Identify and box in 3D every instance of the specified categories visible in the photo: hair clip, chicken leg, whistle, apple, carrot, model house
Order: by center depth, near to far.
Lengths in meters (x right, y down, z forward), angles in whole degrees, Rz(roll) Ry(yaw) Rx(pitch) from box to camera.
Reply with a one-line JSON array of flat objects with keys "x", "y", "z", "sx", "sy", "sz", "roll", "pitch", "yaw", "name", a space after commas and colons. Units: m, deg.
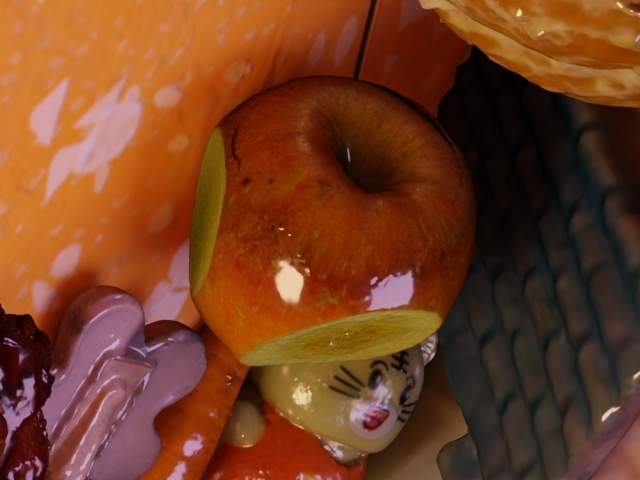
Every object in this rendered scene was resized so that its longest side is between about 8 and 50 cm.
[{"x": -0.176, "y": 0.120, "z": 0.765, "sx": 0.089, "sy": 0.048, "sz": 0.219, "roll": 4, "pitch": 113, "yaw": -27, "name": "chicken leg"}, {"x": 0.006, "y": 0.000, "z": 0.846, "sx": 0.146, "sy": 0.163, "sz": 0.147, "roll": 9, "pitch": 137, "yaw": -18, "name": "apple"}, {"x": -0.152, "y": 0.141, "z": 0.857, "sx": 0.146, "sy": 0.075, "sz": 0.257, "roll": 22, "pitch": 95, "yaw": -50, "name": "hair clip"}, {"x": -0.069, "y": 0.091, "z": 0.962, "sx": 0.256, "sy": 0.061, "sz": 0.061, "roll": -56, "pitch": 157, "yaw": -6, "name": "carrot"}, {"x": 0.260, "y": 0.031, "z": 1.018, "sx": 0.400, "sy": 0.395, "sz": 0.445, "roll": -29, "pitch": 134, "yaw": 12, "name": "model house"}, {"x": -0.023, "y": 0.140, "z": 1.037, "sx": 0.131, "sy": 0.106, "sz": 0.288, "roll": 29, "pitch": 93, "yaw": -46, "name": "whistle"}]

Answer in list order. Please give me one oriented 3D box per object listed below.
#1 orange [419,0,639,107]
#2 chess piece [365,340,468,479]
[{"x": 0.160, "y": -0.222, "z": 0.738, "sx": 0.329, "sy": 0.249, "sz": 0.329, "roll": -50, "pitch": 156, "yaw": -31, "name": "orange"}, {"x": 0.054, "y": 0.192, "z": 1.194, "sx": 0.299, "sy": 0.194, "sz": 0.194, "roll": -31, "pitch": 148, "yaw": -28, "name": "chess piece"}]
